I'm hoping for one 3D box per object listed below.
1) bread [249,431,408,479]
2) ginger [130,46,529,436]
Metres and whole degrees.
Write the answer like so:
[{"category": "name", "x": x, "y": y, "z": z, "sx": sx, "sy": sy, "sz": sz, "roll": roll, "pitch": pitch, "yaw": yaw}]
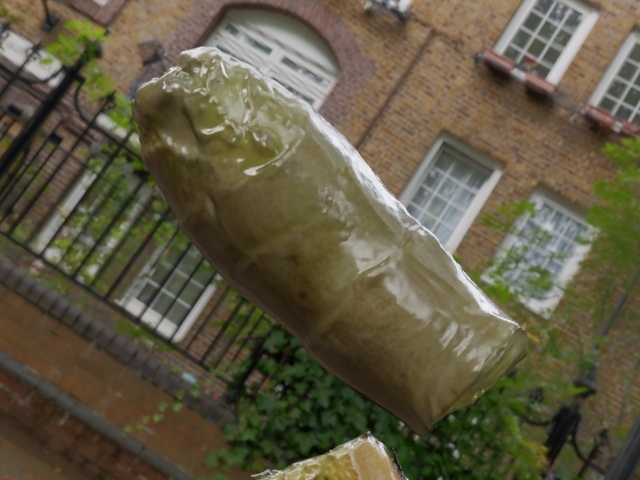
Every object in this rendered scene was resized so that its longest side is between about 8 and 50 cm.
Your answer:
[{"category": "bread", "x": 0.037, "y": 0.363, "z": 0.973, "sx": 0.163, "sy": 0.204, "sz": 0.262, "roll": -118, "pitch": -176, "yaw": -61}, {"category": "ginger", "x": 0.000, "y": 0.000, "z": 0.483, "sx": 0.263, "sy": 0.116, "sz": 0.109, "roll": 43, "pitch": 33, "yaw": 8}]
